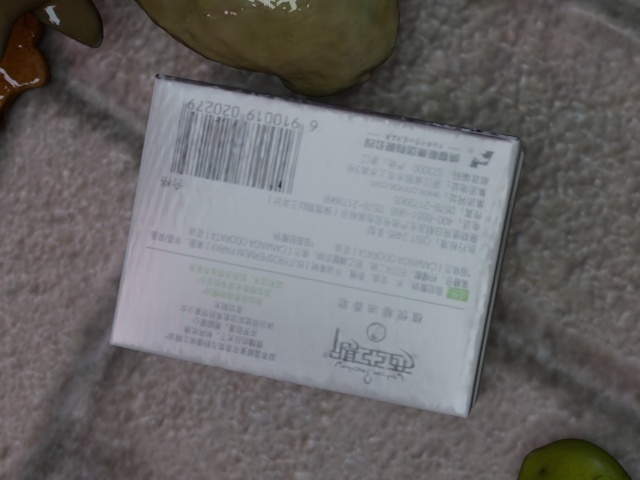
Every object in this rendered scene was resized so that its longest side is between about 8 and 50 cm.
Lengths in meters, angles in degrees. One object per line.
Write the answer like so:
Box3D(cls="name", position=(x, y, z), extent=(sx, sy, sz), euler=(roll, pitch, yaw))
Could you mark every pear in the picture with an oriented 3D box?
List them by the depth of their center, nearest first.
Box3D(cls="pear", position=(0.183, 0.185, 1.024), extent=(0.097, 0.092, 0.092), euler=(10, 94, 10))

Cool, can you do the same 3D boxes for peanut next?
Box3D(cls="peanut", position=(-0.081, -0.244, 1.022), extent=(0.174, 0.158, 0.340), euler=(-26, 93, -16))

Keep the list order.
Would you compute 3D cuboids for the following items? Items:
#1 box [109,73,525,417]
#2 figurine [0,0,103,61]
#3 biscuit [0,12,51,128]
Box3D(cls="box", position=(0.000, 0.000, 1.035), extent=(0.260, 0.111, 0.194), euler=(12, 94, 7))
Box3D(cls="figurine", position=(-0.258, -0.215, 0.951), extent=(0.177, 0.173, 0.247), euler=(0, 119, 9))
Box3D(cls="biscuit", position=(-0.292, -0.158, 1.101), extent=(0.183, 0.043, 0.280), euler=(6, 82, -8))
